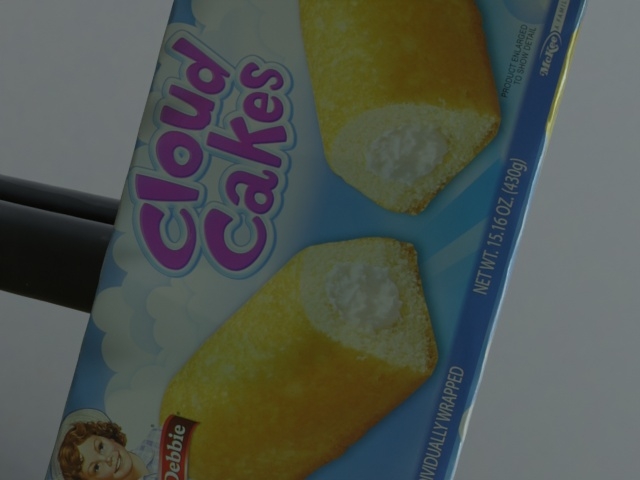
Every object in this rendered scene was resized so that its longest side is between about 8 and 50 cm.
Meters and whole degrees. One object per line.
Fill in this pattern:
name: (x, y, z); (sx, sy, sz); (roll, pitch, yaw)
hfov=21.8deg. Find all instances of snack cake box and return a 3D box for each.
snack cake box: (0.000, 0.000, 0.654); (0.152, 0.264, 0.089); (16, 4, 6)

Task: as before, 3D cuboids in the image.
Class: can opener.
can opener: (-0.181, -0.031, 0.868); (0.283, 0.076, 0.095); (12, -70, 33)
